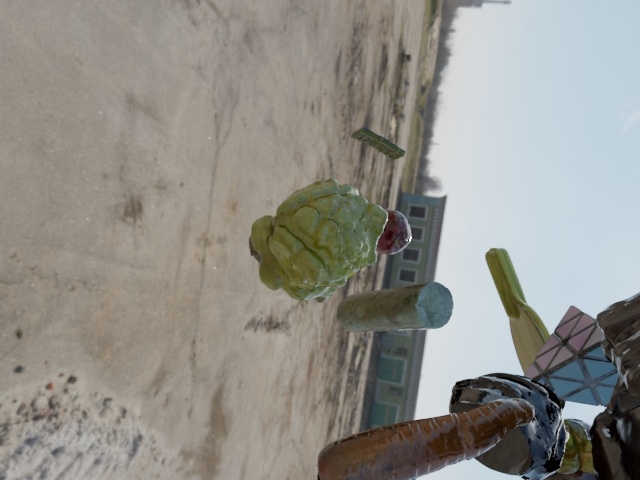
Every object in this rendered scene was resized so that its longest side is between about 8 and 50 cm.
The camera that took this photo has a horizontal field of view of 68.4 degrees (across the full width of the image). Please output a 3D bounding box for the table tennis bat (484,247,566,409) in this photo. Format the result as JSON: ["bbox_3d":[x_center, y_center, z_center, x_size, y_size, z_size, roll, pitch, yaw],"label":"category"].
[{"bbox_3d":[0.445,0.185,1.031,0.224,0.054,0.369,69,7,-66],"label":"table tennis bat"}]

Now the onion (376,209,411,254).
[{"bbox_3d":[0.157,-0.019,1.095,0.097,0.107,0.107,20,76,-42],"label":"onion"}]

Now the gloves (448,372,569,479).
[{"bbox_3d":[0.258,0.235,0.638,0.203,0.164,0.124,-20,140,-60],"label":"gloves"}]

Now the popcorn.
[{"bbox_3d":[0.000,0.000,0.838,0.195,0.255,0.256,56,13,-6],"label":"popcorn"}]

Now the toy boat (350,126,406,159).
[{"bbox_3d":[0.125,-0.209,1.018,0.016,0.115,0.063,-66,-165,-6],"label":"toy boat"}]

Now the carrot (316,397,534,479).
[{"bbox_3d":[0.113,0.203,0.476,0.059,0.247,0.059,168,-90,-81],"label":"carrot"}]

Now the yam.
[{"bbox_3d":[0.140,0.141,0.962,0.259,0.093,0.093,-17,-126,53],"label":"yam"}]

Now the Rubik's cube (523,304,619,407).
[{"bbox_3d":[0.431,0.215,0.853,0.211,0.178,0.190,57,15,-23],"label":"Rubik's cube"}]

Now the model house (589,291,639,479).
[{"bbox_3d":[0.353,0.101,0.313,0.317,0.297,0.283,-7,103,-61],"label":"model house"}]

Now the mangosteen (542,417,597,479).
[{"bbox_3d":[0.501,0.430,0.944,0.180,0.166,0.166,54,38,-36],"label":"mangosteen"}]
